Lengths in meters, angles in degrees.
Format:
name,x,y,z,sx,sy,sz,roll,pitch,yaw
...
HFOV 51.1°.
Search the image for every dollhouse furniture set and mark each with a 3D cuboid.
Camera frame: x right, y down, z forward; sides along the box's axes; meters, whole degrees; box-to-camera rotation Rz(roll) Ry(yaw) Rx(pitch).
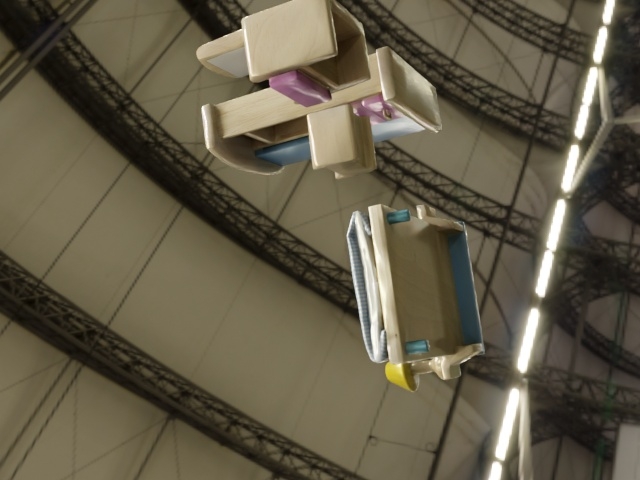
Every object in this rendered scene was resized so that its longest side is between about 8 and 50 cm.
name,x,y,z,sx,sy,sz,roll,pitch,yaw
dollhouse furniture set,0.000,0.000,0.605,0.286,0.198,0.303,8,-109,-62
